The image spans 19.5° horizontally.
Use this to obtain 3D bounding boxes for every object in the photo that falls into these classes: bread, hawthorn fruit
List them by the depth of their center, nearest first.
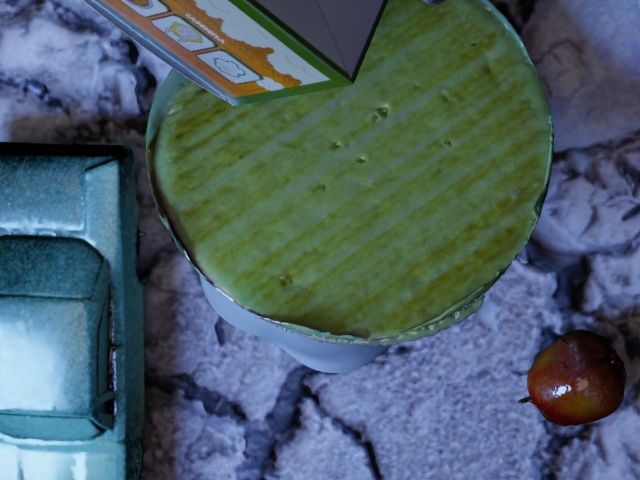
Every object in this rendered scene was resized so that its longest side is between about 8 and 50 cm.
[{"bbox_3d":[0.027,-0.068,1.344,0.301,0.045,0.301,0,75,1],"label":"bread"},{"bbox_3d":[0.194,0.107,1.407,0.077,0.077,0.077,2,104,9],"label":"hawthorn fruit"}]

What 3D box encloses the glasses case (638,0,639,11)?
[{"bbox_3d":[0.274,-0.240,1.253,0.131,0.070,0.313,-18,114,-11],"label":"glasses case"}]

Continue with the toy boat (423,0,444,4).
[{"bbox_3d":[0.077,-0.238,1.355,0.096,0.034,0.122,-32,77,-18],"label":"toy boat"}]

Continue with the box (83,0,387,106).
[{"bbox_3d":[-0.048,-0.222,1.258,0.177,0.148,0.195,34,67,-31],"label":"box"}]

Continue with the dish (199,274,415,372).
[{"bbox_3d":[0.000,0.000,1.407,0.229,0.081,0.229,3,105,10],"label":"dish"}]

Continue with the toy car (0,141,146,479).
[{"bbox_3d":[-0.213,0.084,1.457,0.141,0.097,0.320,2,104,10],"label":"toy car"}]
